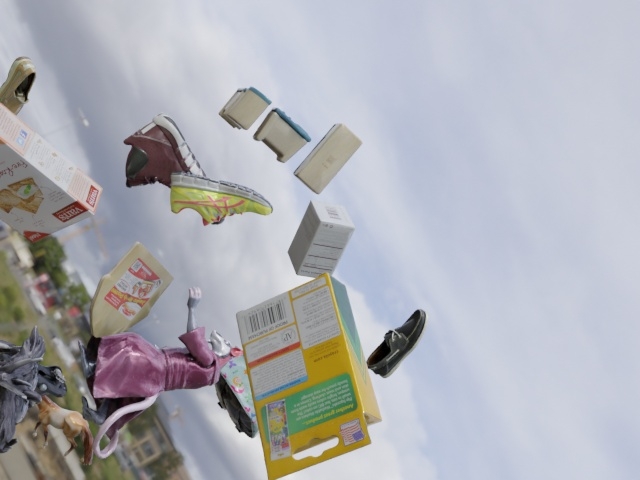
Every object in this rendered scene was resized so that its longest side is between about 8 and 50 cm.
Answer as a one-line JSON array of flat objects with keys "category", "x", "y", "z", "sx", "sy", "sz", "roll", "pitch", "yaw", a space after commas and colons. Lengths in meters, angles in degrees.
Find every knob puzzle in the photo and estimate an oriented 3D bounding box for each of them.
[{"category": "knob puzzle", "x": -0.397, "y": 0.110, "z": 1.659, "sx": 0.030, "sy": 0.213, "sz": 0.213, "roll": 32, "pitch": -32, "yaw": 27}]

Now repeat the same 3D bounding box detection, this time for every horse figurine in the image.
[{"category": "horse figurine", "x": -0.723, "y": 0.522, "z": 2.307, "sx": 0.263, "sy": 0.066, "sz": 0.174, "roll": 22, "pitch": -69, "yaw": 17}]

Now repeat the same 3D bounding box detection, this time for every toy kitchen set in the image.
[{"category": "toy kitchen set", "x": -0.058, "y": -0.201, "z": 1.474, "sx": 0.207, "sy": 0.122, "sz": 0.166, "roll": 42, "pitch": -3, "yaw": -18}]

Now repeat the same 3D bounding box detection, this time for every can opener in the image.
[{"category": "can opener", "x": -0.540, "y": 0.248, "z": 1.545, "sx": 0.059, "sy": 0.073, "sz": 0.186, "roll": 52, "pitch": -4, "yaw": 37}]

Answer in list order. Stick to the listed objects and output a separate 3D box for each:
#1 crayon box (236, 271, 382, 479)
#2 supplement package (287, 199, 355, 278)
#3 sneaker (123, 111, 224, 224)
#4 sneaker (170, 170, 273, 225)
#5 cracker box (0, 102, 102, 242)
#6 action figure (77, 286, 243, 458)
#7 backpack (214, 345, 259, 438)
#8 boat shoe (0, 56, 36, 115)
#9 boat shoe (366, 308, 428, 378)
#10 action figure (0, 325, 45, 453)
[{"category": "crayon box", "x": -0.021, "y": 0.245, "z": 1.467, "sx": 0.083, "sy": 0.203, "sz": 0.323, "roll": 39, "pitch": 31, "yaw": -54}, {"category": "supplement package", "x": 0.000, "y": 0.000, "z": 2.177, "sx": 0.179, "sy": 0.105, "sz": 0.105, "roll": -64, "pitch": -150, "yaw": 29}, {"category": "sneaker", "x": -0.339, "y": -0.129, "z": 1.833, "sx": 0.281, "sy": 0.163, "sz": 0.106, "roll": 61, "pitch": -7, "yaw": -17}, {"category": "sneaker", "x": -0.197, "y": -0.070, "z": 1.617, "sx": 0.081, "sy": 0.209, "sz": 0.094, "roll": -135, "pitch": -121, "yaw": -78}, {"category": "cracker box", "x": -0.496, "y": -0.105, "z": 1.345, "sx": 0.232, "sy": 0.156, "sz": 0.067, "roll": 44, "pitch": 37, "yaw": -38}, {"category": "action figure", "x": -0.337, "y": 0.283, "z": 1.828, "sx": 0.248, "sy": 0.370, "sz": 0.275, "roll": 109, "pitch": -32, "yaw": -43}, {"category": "backpack", "x": -0.198, "y": 0.407, "z": 2.296, "sx": 0.225, "sy": 0.191, "sz": 0.253, "roll": 50, "pitch": -14, "yaw": 25}, {"category": "boat shoe", "x": -0.756, "y": -0.363, "z": 2.059, "sx": 0.072, "sy": 0.068, "sz": 0.190, "roll": 50, "pitch": -53, "yaw": 23}, {"category": "boat shoe", "x": 0.220, "y": 0.286, "z": 2.348, "sx": 0.079, "sy": 0.233, "sz": 0.084, "roll": 34, "pitch": 10, "yaw": -24}, {"category": "action figure", "x": -0.426, "y": 0.194, "z": 1.032, "sx": 0.276, "sy": 0.141, "sz": 0.164, "roll": -43, "pitch": -144, "yaw": 54}]
